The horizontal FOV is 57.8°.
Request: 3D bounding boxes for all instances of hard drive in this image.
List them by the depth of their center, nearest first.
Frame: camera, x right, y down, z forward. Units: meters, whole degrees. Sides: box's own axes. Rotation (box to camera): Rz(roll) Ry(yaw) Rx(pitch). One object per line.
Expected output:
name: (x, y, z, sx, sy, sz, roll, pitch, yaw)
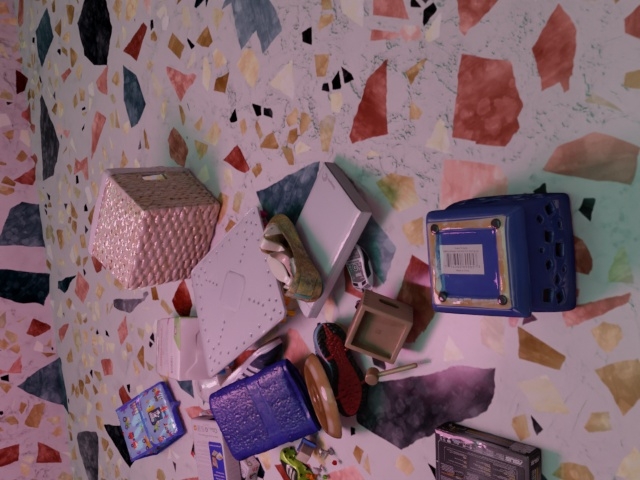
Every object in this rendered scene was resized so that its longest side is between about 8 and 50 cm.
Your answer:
hard drive: (0.000, 0.000, 1.551, 0.353, 0.047, 0.233, -64, 38, 29)

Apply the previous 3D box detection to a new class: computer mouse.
computer mouse: (0.114, 0.095, 1.489, 0.106, 0.042, 0.193, -15, 90, 50)

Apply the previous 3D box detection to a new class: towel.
towel: (-0.164, 0.499, 1.710, 0.308, 0.076, 0.227, -28, 84, 20)

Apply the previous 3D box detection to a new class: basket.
basket: (-0.554, -0.051, 1.954, 0.266, 0.328, 0.331, 37, 119, 32)

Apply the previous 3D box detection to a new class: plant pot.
plant pot: (0.338, 0.031, 1.130, 0.236, 0.212, 0.236, -2, 94, 45)
plant pot: (0.000, 0.421, 1.561, 0.236, 0.032, 0.236, 163, 90, -77)

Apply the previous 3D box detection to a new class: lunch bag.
lunch bag: (-0.648, 0.705, 2.295, 0.293, 0.138, 0.221, -38, 67, 28)

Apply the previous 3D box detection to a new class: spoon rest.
spoon rest: (-0.365, 0.489, 2.008, 0.276, 0.084, 0.137, -37, 67, 56)

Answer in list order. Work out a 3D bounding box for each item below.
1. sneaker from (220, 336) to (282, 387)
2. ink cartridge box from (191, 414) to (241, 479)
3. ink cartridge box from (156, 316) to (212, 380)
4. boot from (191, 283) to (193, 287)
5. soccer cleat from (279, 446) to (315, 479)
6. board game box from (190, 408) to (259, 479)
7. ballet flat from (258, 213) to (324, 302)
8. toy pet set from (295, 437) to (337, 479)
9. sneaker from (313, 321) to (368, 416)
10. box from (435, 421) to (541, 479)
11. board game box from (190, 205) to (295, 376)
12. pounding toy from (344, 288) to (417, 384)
sneaker: (-0.178, 0.425, 1.785, 0.282, 0.099, 0.153, -46, 75, 27)
ink cartridge box: (-0.340, 0.776, 1.934, 0.176, 0.069, 0.371, -12, 83, 44)
ink cartridge box: (-0.478, 0.369, 2.013, 0.353, 0.119, 0.207, -16, 74, 61)
boot: (-0.402, 0.148, 2.023, 0.118, 0.042, 0.087, 37, 113, 35)
soccer cleat: (-0.067, 0.701, 1.735, 0.179, 0.060, 0.072, 48, 136, 39)
board game box: (-0.336, 0.756, 2.012, 0.305, 0.053, 0.193, 32, 115, 39)
ballet flat: (-0.102, 0.034, 1.557, 0.348, 0.123, 0.123, 57, 132, 45)
toy pet set: (-0.014, 0.627, 1.682, 0.114, 0.065, 0.122, 28, 123, 1)
sneaker: (0.048, 0.341, 1.565, 0.125, 0.104, 0.261, 169, 86, -74)
box: (0.362, 0.519, 1.271, 0.231, 0.056, 0.183, 2, 96, 46)
board game box: (-0.250, 0.157, 1.767, 0.390, 0.050, 0.390, -42, 50, 33)
pounding toy: (0.156, 0.248, 1.420, 0.181, 0.094, 0.206, 21, 115, 1)
